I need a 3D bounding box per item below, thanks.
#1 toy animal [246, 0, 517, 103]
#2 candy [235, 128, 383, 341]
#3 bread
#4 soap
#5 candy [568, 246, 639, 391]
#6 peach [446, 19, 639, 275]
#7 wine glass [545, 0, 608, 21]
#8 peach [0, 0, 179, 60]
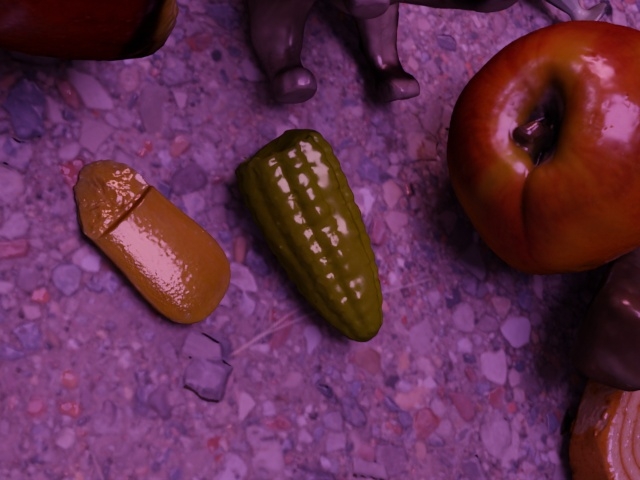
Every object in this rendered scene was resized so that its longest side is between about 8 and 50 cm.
[{"bbox_3d":[0.027,-0.302,1.131,0.194,0.344,0.303,-9,81,-21],"label":"toy animal"},{"bbox_3d":[0.000,0.000,1.159,0.096,0.096,0.209,-31,98,-34],"label":"candy"},{"bbox_3d":[0.318,0.212,1.309,0.122,0.073,0.149,38,58,-23],"label":"bread"},{"bbox_3d":[-0.151,0.001,1.097,0.168,0.033,0.089,42,56,-14],"label":"soap"},{"bbox_3d":[0.333,0.068,1.296,0.102,0.104,0.234,25,29,10],"label":"candy"},{"bbox_3d":[0.259,-0.090,1.262,0.281,0.238,0.281,-38,139,-43],"label":"peach"},{"bbox_3d":[0.253,-0.302,1.420,0.155,0.073,0.073,47,57,-16],"label":"wine glass"},{"bbox_3d":[-0.236,-0.334,0.971,0.353,0.339,0.416,-42,99,-7],"label":"peach"}]
